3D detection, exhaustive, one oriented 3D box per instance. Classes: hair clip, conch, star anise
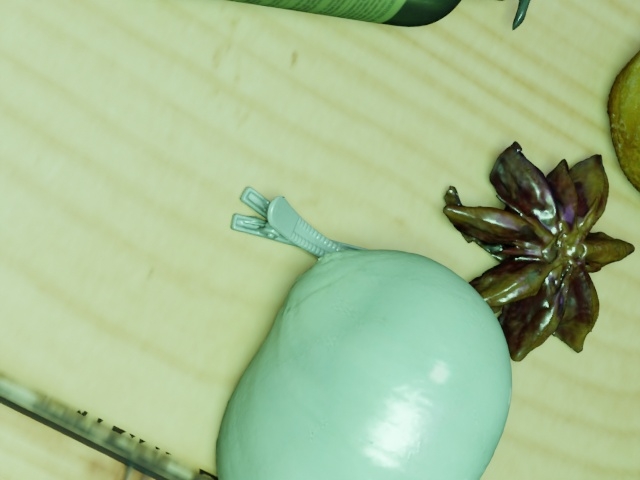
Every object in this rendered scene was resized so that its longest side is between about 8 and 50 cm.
[{"bbox_3d":[0.000,0.001,1.140,0.115,0.039,0.030,26,82,-26],"label":"hair clip"},{"bbox_3d":[0.021,0.104,1.078,0.121,0.185,0.221,47,51,-48],"label":"conch"},{"bbox_3d":[0.157,0.007,1.208,0.168,0.057,0.168,2,86,-26],"label":"star anise"}]

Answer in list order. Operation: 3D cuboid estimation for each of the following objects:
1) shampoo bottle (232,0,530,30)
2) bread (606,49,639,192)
[{"bbox_3d":[0.025,-0.193,1.127,0.284,0.101,0.101,5,85,-27],"label":"shampoo bottle"},{"bbox_3d":[0.336,-0.015,1.282,0.124,0.084,0.344,-36,108,21],"label":"bread"}]
